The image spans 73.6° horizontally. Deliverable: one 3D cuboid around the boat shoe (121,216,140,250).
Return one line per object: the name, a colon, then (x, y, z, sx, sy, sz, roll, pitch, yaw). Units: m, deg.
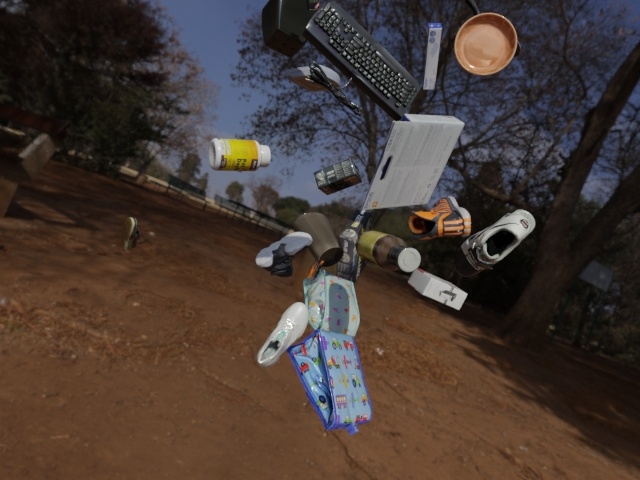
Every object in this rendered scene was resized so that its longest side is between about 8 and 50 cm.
boat shoe: (-0.601, -0.023, 1.366, 0.049, 0.152, 0.056, -8, 63, -40)

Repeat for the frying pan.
frying pan: (0.623, -0.778, 1.569, 0.326, 0.053, 0.197, 30, 14, -41)

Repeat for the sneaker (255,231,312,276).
sneaker: (-0.135, 0.067, 1.855, 0.153, 0.268, 0.101, 52, 19, -43)

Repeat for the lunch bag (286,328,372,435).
lunch bag: (0.055, 0.440, 1.310, 0.221, 0.138, 0.293, 26, 33, -52)

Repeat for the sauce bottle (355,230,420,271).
sauce bottle: (0.205, 0.035, 1.340, 0.111, 0.112, 0.344, 23, 1, -13)

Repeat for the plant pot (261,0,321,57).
plant pot: (-0.128, -0.851, 1.702, 0.187, 0.167, 0.188, 16, -15, -29)

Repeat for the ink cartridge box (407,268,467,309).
ink cartridge box: (0.335, 0.137, 1.228, 0.135, 0.056, 0.099, 23, 8, -20)

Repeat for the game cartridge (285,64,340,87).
game cartridge: (-0.018, -0.784, 2.078, 0.195, 0.060, 0.294, 6, 8, 22)

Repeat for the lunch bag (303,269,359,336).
lunch bag: (0.048, 0.291, 1.851, 0.160, 0.263, 0.223, -29, -37, 34)

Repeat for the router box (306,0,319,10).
router box: (-0.031, -0.842, 1.436, 0.038, 0.123, 0.092, -8, 28, -1)

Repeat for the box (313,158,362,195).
box: (0.079, -0.281, 1.911, 0.180, 0.078, 0.147, -19, -12, 16)

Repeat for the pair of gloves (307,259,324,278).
pair of gloves: (-0.018, 0.106, 1.596, 0.010, 0.074, 0.083, 29, 13, 25)

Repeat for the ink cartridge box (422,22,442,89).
ink cartridge box: (0.402, -0.663, 1.546, 0.046, 0.207, 0.097, 4, 37, 10)

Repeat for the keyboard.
keyboard: (0.089, -0.411, 1.039, 0.317, 0.202, 0.033, 37, -10, -15)

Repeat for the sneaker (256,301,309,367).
sneaker: (-0.104, 0.266, 1.205, 0.080, 0.212, 0.094, 33, -13, 10)

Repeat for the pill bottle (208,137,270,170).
pill bottle: (-0.301, -0.319, 1.603, 0.214, 0.118, 0.117, -5, 11, -30)

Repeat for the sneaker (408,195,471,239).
sneaker: (0.395, -0.084, 1.515, 0.179, 0.125, 0.321, -4, 10, 1)

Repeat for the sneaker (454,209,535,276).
sneaker: (0.544, 0.031, 1.419, 0.122, 0.146, 0.331, 46, -43, 11)

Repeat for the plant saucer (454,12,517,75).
plant saucer: (0.550, -0.652, 1.435, 0.199, 0.200, 0.037, 22, 9, 8)

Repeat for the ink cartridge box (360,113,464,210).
ink cartridge box: (0.292, -0.260, 1.436, 0.329, 0.324, 0.071, -7, 41, -33)

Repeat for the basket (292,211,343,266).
basket: (0.000, 0.000, 1.979, 0.204, 0.154, 0.227, 14, 33, -41)

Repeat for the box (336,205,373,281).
box: (0.186, 0.054, 2.376, 0.097, 0.395, 0.318, 18, 40, 19)
